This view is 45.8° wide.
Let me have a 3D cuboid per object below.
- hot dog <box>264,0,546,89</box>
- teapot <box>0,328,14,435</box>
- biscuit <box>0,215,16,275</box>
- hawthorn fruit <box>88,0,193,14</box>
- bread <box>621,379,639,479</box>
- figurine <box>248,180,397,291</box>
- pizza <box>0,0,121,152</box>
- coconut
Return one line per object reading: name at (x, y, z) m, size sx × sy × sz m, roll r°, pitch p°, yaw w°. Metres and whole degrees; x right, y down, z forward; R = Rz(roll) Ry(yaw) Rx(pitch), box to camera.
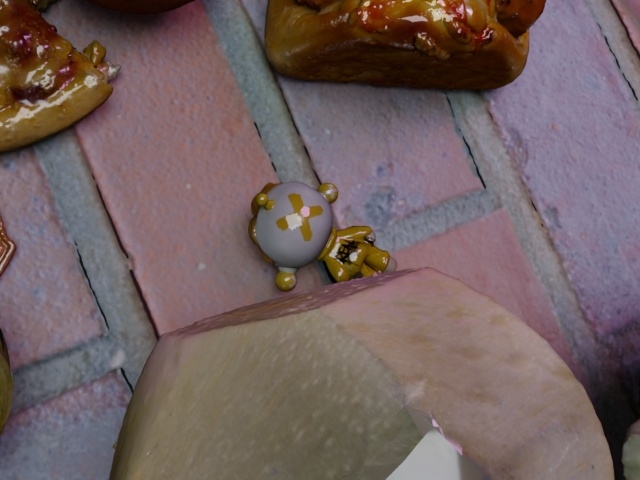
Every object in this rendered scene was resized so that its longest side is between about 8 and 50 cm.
hot dog at (0.082, -0.216, 0.685) m, size 0.256 × 0.153 × 0.150 m, roll 2°, pitch 78°, yaw -9°
teapot at (-0.335, 0.117, 0.557) m, size 0.182 × 0.173 × 0.269 m, roll 12°, pitch 103°, yaw 28°
biscuit at (-0.326, 0.001, 0.639) m, size 0.130 × 0.019 × 0.102 m, roll 14°, pitch 78°, yaw -8°
hawthorn fruit at (-0.166, -0.285, 0.645) m, size 0.189 × 0.189 × 0.189 m, roll 2°, pitch 78°, yaw -9°
bread at (0.310, 0.191, 0.545) m, size 0.129 × 0.382 × 0.366 m, roll -4°, pitch 70°, yaw 34°
figurine at (-0.001, 0.005, 0.674) m, size 0.101 × 0.068 × 0.143 m, roll -41°, pitch 100°, yaw -20°
pizza at (-0.322, -0.182, 0.646) m, size 0.289 × 0.081 × 0.229 m, roll -2°, pitch 79°, yaw -9°
coconut at (0.012, 0.186, 0.518) m, size 0.352 × 0.352 × 0.353 m, roll 2°, pitch 78°, yaw -9°
